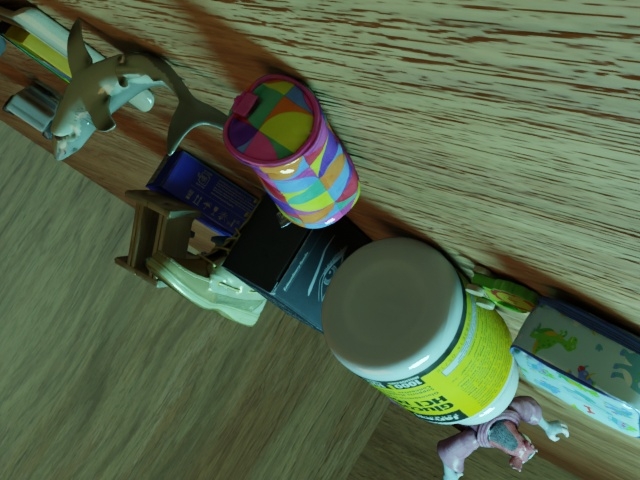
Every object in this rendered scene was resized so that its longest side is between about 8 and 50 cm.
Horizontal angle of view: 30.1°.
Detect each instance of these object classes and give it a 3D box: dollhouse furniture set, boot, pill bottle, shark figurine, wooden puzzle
[{"bbox_3d":[-0.227,-0.007,1.986,0.184,0.129,0.129,-3,-160,-45],"label":"dollhouse furniture set"},{"bbox_3d":[-0.137,0.013,1.865,0.095,0.203,0.262,37,-176,40],"label":"boot"},{"bbox_3d":[0.151,0.139,1.605,0.188,0.188,0.334,26,172,35],"label":"pill bottle"},{"bbox_3d":[-0.203,-0.178,1.399,0.278,0.166,0.116,2,-179,40],"label":"shark figurine"},{"bbox_3d":[-0.360,-0.249,1.641,0.221,0.044,0.239,36,171,-31],"label":"wooden puzzle"}]

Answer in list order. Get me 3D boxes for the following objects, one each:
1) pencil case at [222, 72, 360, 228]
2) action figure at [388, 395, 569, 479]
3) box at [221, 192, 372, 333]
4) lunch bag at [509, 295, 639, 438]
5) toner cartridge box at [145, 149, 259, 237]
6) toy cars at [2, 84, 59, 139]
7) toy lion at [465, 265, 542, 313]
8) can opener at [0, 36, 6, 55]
[{"bbox_3d":[-0.027,-0.083,1.191,0.104,0.104,0.236,29,171,15],"label":"pencil case"},{"bbox_3d":[0.295,0.303,2.249,0.370,0.248,0.275,33,151,58],"label":"action figure"},{"bbox_3d":[-0.018,0.031,1.711,0.108,0.153,0.207,27,170,37],"label":"box"},{"bbox_3d":[0.318,0.149,1.369,0.176,0.090,0.219,29,173,23],"label":"lunch bag"},{"bbox_3d":[-0.127,-0.030,2.056,0.348,0.075,0.165,34,173,-16],"label":"toner cartridge box"},{"bbox_3d":[-0.572,-0.285,2.146,0.176,0.087,0.394,33,178,31],"label":"toy cars"},{"bbox_3d":[0.229,0.068,1.439,0.096,0.034,0.100,20,169,24],"label":"toy lion"},{"bbox_3d":[-0.543,-0.311,1.770,0.076,0.095,0.283,32,173,1],"label":"can opener"}]
